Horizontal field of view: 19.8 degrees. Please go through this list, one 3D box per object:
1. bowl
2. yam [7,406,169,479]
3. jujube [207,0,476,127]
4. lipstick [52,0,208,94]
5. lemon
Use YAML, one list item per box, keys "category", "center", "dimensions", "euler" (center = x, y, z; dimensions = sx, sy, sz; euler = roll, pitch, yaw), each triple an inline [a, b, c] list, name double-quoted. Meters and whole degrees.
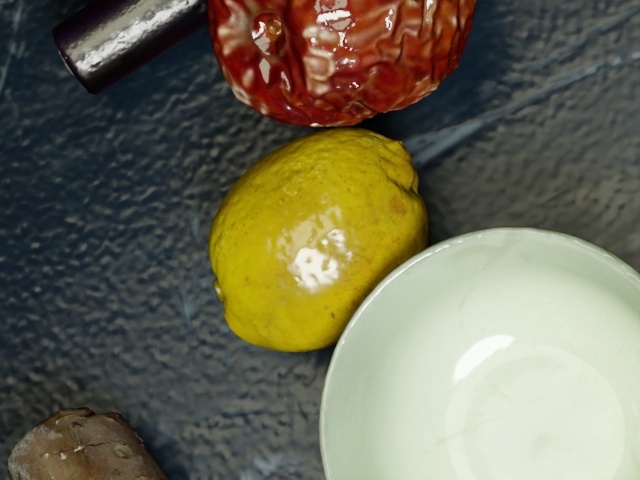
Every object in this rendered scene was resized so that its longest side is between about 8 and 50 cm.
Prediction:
- category: "bowl"
  center: [0.162, 0.149, 1.479]
  dimensions: [0.307, 0.163, 0.307]
  euler: [-2, 81, 15]
- category: "yam"
  center: [-0.150, 0.272, 1.553]
  dimensions: [0.131, 0.131, 0.280]
  euler: [-40, 64, 6]
- category: "jujube"
  center: [0.025, -0.194, 1.530]
  dimensions: [0.213, 0.232, 0.213]
  euler: [19, 124, 31]
- category: "lipstick"
  center: [-0.106, -0.238, 1.661]
  dimensions: [0.299, 0.081, 0.081]
  euler: [-34, 74, 2]
- category: "lemon"
  center: [0.000, 0.000, 1.547]
  dimensions: [0.207, 0.170, 0.170]
  euler: [-34, 74, 3]
